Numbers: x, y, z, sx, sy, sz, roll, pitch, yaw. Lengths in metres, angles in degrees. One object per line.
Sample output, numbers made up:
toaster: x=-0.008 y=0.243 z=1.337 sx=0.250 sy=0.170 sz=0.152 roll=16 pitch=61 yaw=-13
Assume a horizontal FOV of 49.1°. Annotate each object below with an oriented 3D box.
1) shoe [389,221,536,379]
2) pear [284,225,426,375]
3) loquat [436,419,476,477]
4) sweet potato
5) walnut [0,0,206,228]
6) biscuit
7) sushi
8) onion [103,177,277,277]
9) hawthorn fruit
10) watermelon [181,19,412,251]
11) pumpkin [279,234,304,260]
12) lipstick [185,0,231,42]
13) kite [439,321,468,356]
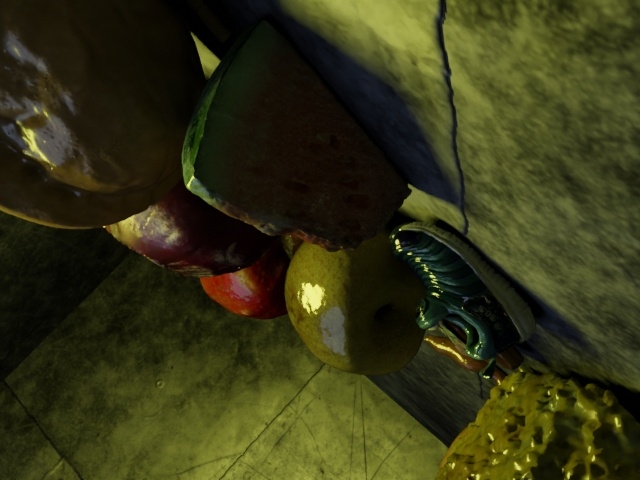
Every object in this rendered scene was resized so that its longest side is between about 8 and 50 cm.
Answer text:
shoe: x=0.155 y=0.064 z=0.839 sx=0.207 sy=0.106 sz=0.091 roll=47 pitch=169 yaw=11
pear: x=0.046 y=0.071 z=0.979 sx=0.211 sy=0.188 sz=0.229 roll=31 pitch=138 yaw=56
loquat: x=0.341 y=0.436 z=1.218 sx=0.275 sy=0.275 sz=0.275 roll=41 pitch=169 yaw=9
sweet potato: x=0.252 y=0.204 z=1.207 sx=0.179 sy=0.044 sz=0.044 roll=28 pitch=162 yaw=37
walnut: x=-0.312 y=-0.214 z=0.838 sx=0.383 sy=0.383 sz=0.383 roll=41 pitch=169 yaw=9
biscuit: x=0.201 y=0.113 z=1.041 sx=0.180 sy=0.039 sz=0.236 roll=46 pitch=170 yaw=-26
sushi: x=0.356 y=0.357 z=0.897 sx=0.351 sy=0.240 sz=0.396 roll=42 pitch=172 yaw=3
onion: x=-0.211 y=-0.081 z=1.132 sx=0.337 sy=0.282 sz=0.260 roll=46 pitch=174 yaw=-20
hawthorn fruit: x=-0.107 y=0.028 z=1.416 sx=0.254 sy=0.254 sz=0.300 roll=45 pitch=145 yaw=-9
watermelon: x=-0.025 y=-0.089 z=0.783 sx=0.256 sy=0.193 sz=0.140 roll=32 pitch=174 yaw=-17
pumpkin: x=0.000 y=0.000 z=1.119 sx=0.183 sy=0.119 sz=0.107 roll=52 pitch=155 yaw=-24
lipstick: x=-0.143 y=-0.277 z=0.832 sx=0.094 sy=0.019 sz=0.019 roll=48 pitch=169 yaw=-24
kite: x=0.199 y=0.148 z=1.106 sx=0.152 sy=0.005 sz=0.137 roll=37 pitch=170 yaw=45
